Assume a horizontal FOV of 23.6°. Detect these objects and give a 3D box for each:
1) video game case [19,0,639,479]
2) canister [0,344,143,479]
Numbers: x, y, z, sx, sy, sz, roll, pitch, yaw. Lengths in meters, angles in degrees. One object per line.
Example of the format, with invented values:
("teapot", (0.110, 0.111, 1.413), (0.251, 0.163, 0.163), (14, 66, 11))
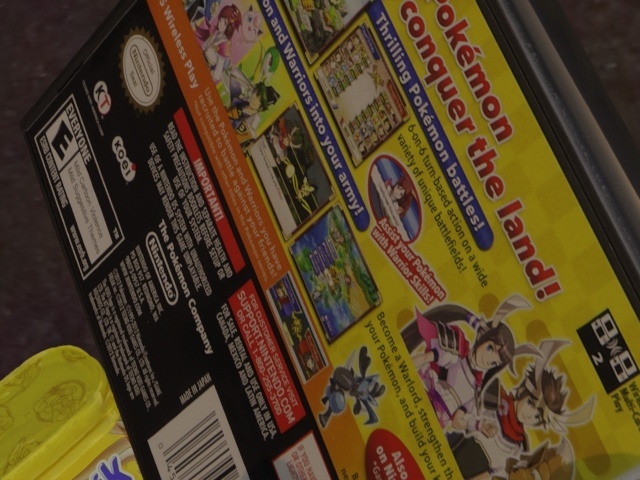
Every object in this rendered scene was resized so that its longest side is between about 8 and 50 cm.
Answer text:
("video game case", (0.000, 0.000, 0.554), (0.035, 0.248, 0.274), (0, 59, -44))
("canister", (-0.136, 0.160, 0.854), (0.126, 0.073, 0.170), (-41, 126, -18))
